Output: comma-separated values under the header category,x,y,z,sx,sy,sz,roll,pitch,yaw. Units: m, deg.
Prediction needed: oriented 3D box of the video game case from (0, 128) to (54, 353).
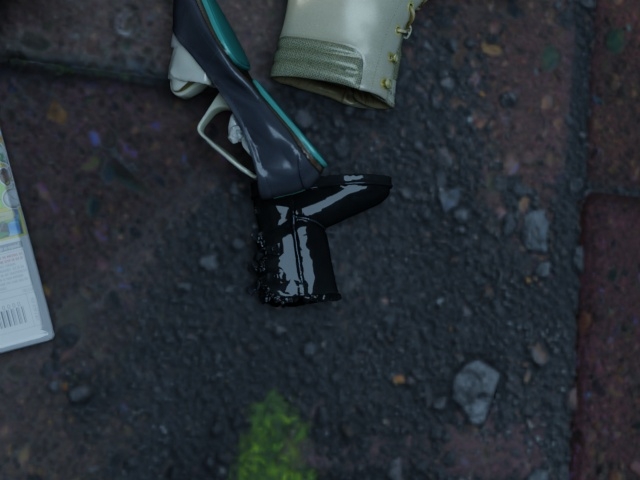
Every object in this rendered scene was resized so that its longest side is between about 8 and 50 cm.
category,x,y,z,sx,sy,sz,roll,pitch,yaw
video game case,-0.331,0.003,1.032,0.227,0.026,0.206,-15,87,-14

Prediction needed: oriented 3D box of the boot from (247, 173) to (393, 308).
category,x,y,z,sx,sy,sz,roll,pitch,yaw
boot,0.000,0.000,1.103,0.121,0.045,0.099,-5,82,-7

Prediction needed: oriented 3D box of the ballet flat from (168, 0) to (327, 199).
category,x,y,z,sx,sy,sz,roll,pitch,yaw
ballet flat,-0.074,-0.115,1.082,0.074,0.074,0.203,-30,78,-15

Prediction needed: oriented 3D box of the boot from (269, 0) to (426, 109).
category,x,y,z,sx,sy,sz,roll,pitch,yaw
boot,0.070,-0.184,1.128,0.213,0.077,0.165,8,81,-8
